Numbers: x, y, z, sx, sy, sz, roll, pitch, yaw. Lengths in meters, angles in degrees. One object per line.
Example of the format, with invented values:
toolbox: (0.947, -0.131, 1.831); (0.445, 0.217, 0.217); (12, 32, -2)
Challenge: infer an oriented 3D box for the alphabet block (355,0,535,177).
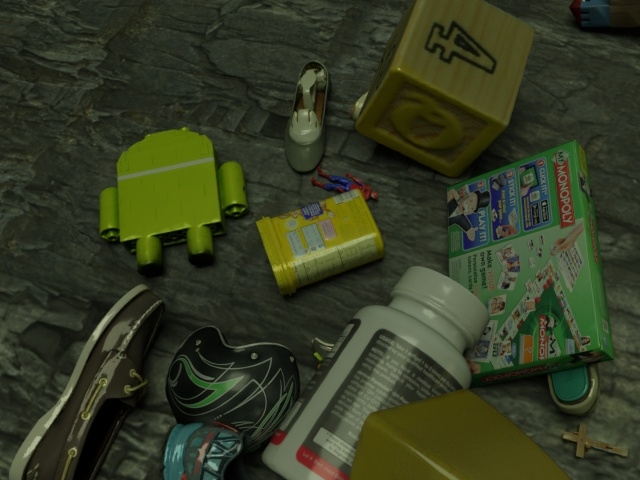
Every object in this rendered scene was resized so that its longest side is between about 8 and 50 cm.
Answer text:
alphabet block: (0.190, -0.249, 1.238); (0.193, 0.192, 0.197); (24, 65, -5)

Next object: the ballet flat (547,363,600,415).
ballet flat: (0.342, 0.122, 1.094); (0.086, 0.086, 0.249); (-1, 60, 9)

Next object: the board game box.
board game box: (0.280, 0.032, 1.113); (0.213, 0.046, 0.318); (-19, 53, 35)

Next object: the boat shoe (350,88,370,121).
boat shoe: (0.125, -0.249, 1.359); (0.059, 0.063, 0.170); (41, 73, 14)

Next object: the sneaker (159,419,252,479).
sneaker: (-0.112, 0.348, 0.958); (0.125, 0.104, 0.262); (-9, 95, 12)

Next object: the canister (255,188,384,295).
canister: (0.000, 0.000, 1.220); (0.169, 0.073, 0.126); (-19, 59, -4)

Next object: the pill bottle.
pill bottle: (0.081, 0.195, 1.018); (0.176, 0.176, 0.319); (29, 73, 23)

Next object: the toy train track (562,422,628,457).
toy train track: (0.358, 0.268, 1.042); (0.083, 0.014, 0.048); (14, 56, 10)

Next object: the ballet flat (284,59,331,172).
ballet flat: (-0.025, -0.217, 1.354); (0.072, 0.068, 0.213); (2, 60, 10)

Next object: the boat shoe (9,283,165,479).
boat shoe: (-0.302, 0.217, 1.119); (0.096, 0.117, 0.324); (24, 70, 16)

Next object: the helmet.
helmet: (-0.111, 0.203, 1.066); (0.161, 0.169, 0.169); (23, 65, 39)

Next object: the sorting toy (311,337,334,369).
sorting toy: (0.021, 0.156, 1.123); (0.083, 0.075, 0.045); (6, 61, 13)

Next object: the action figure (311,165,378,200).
action figure: (0.042, -0.089, 1.293); (0.115, 0.030, 0.038); (21, 60, 18)

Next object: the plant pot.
plant pot: (0.157, 0.308, 0.863); (0.187, 0.212, 0.212); (22, 104, 39)

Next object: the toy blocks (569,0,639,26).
toy blocks: (0.541, -0.510, 1.396); (0.260, 0.191, 0.382); (6, 60, 26)

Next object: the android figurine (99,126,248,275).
android figurine: (-0.246, -0.075, 1.312); (0.248, 0.056, 0.273); (-13, 59, 1)
